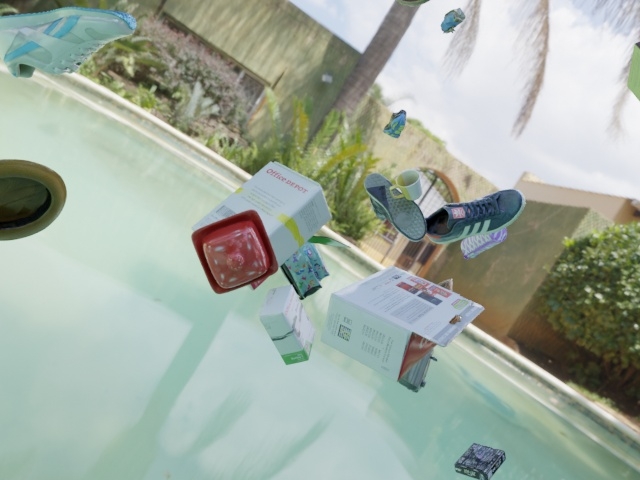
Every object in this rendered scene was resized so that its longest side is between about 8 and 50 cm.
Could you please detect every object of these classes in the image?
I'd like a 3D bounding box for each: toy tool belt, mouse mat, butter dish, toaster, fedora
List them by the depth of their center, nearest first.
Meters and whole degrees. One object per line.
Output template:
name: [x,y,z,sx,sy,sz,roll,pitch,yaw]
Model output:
fedora: [-0.559,-0.086,0.882,0.194,0.194,0.079,28,22,-55]
butter dish: [-0.181,0.035,1.063,0.118,0.160,0.160,-129,-162,-75]
toy tool belt: [0.346,-0.582,1.336,0.052,0.051,0.083,45,-29,-10]
toaster: [0.210,0.313,1.401,0.226,0.147,0.129,24,-12,26]
mouse mat: [0.000,0.000,1.808,0.189,0.007,0.152,8,-9,37]

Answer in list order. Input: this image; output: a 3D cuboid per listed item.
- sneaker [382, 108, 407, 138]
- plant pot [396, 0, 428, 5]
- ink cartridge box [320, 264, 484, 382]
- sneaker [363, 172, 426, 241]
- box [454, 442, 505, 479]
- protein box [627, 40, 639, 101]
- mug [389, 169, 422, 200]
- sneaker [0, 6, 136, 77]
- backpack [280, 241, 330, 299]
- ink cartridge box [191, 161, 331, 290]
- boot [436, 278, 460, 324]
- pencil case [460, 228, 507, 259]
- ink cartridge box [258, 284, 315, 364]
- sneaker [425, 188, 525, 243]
sneaker: [0.289,-0.442,1.890,0.067,0.078,0.188,24,-9,-5]
plant pot: [0.384,-1.030,1.964,0.237,0.237,0.109,34,11,17]
ink cartridge box: [0.201,0.193,1.170,0.271,0.130,0.309,23,21,29]
sneaker: [0.214,-0.073,1.375,0.226,0.086,0.163,54,0,22]
box: [0.309,0.428,0.964,0.067,0.018,0.083,-3,10,44]
protein box: [1.140,-0.541,1.637,0.200,0.135,0.201,52,21,-53]
mug: [0.223,-0.136,1.262,0.078,0.062,0.064,6,-35,35]
sneaker: [-0.394,-0.312,0.784,0.228,0.092,0.087,-4,19,10]
backpack: [-0.089,0.091,2.091,0.254,0.191,0.225,54,-3,-16]
ink cartridge box: [-0.194,-0.061,1.702,0.279,0.384,0.160,32,-23,37]
boot: [0.455,0.230,1.761,0.152,0.073,0.197,58,35,-3]
pencil case: [0.601,0.001,1.851,0.086,0.088,0.206,35,-27,0]
ink cartridge box: [-0.109,0.286,1.701,0.160,0.092,0.220,-74,145,-57]
sneaker: [0.497,-0.084,1.665,0.148,0.350,0.131,22,50,-48]
